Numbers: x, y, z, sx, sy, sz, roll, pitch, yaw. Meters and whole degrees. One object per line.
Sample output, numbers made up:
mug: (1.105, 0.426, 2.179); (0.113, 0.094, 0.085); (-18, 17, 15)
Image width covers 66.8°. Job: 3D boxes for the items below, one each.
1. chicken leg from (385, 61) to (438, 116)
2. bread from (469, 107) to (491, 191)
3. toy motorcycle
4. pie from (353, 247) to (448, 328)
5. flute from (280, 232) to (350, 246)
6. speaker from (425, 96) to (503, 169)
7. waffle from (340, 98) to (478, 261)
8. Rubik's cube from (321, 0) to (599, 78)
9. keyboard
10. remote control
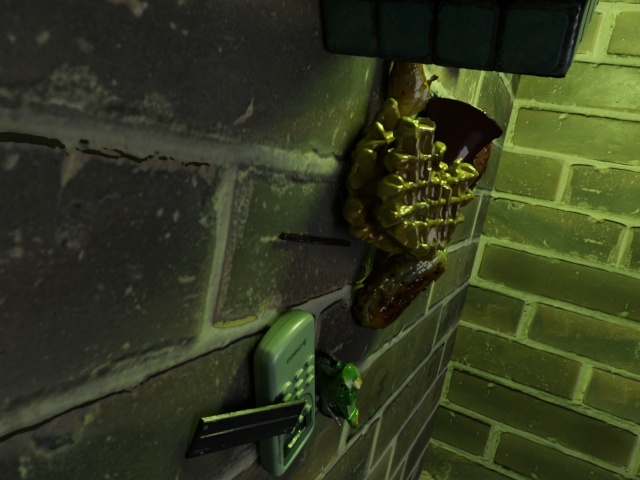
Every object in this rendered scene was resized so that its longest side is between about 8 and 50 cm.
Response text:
chicken leg: (0.175, -0.342, 0.929); (0.101, 0.085, 0.207); (-19, 121, -30)
bread: (0.445, -0.273, 1.467); (0.232, 0.135, 0.246); (-56, 149, -35)
toy motorcycle: (0.035, 0.298, 0.978); (0.074, 0.106, 0.190); (-44, 140, -47)
pie: (0.195, 0.101, 1.148); (0.308, 0.085, 0.308); (-33, 155, -17)
flute: (0.000, 0.000, 0.845); (0.269, 0.014, 0.014); (7, 98, -64)
speaker: (0.272, -0.169, 1.223); (0.329, 0.198, 0.259); (-62, -166, 7)
waffle: (0.176, -0.100, 0.949); (0.324, 0.151, 0.261); (18, 91, -50)
Rubik's cube: (0.209, -0.452, 0.638); (0.343, 0.344, 0.337); (-55, 148, -40)
keyboard: (-0.102, 0.274, 0.718); (0.202, 0.011, 0.067); (10, 107, -48)
remote control: (-0.055, 0.259, 0.830); (0.140, 0.056, 0.296); (-42, 141, -51)
